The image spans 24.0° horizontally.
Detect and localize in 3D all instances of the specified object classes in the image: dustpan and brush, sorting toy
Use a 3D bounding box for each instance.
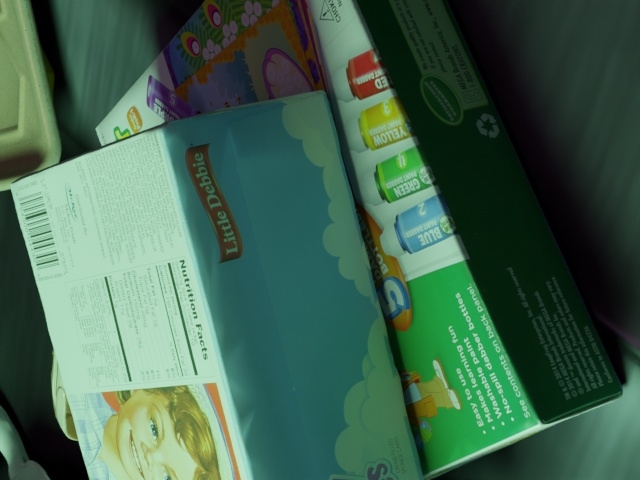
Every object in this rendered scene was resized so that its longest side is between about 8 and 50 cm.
[{"bbox_3d":[-0.207,0.193,1.076,0.211,0.060,0.147,44,148,27],"label":"dustpan and brush"},{"bbox_3d":[-0.227,-0.135,0.995,0.193,0.038,0.208,-5,93,54],"label":"sorting toy"}]

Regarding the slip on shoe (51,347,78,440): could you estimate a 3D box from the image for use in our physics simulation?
[{"bbox_3d":[-0.145,0.067,0.946,0.041,0.051,0.135,-121,31,-41],"label":"slip on shoe"}]

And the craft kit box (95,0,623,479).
[{"bbox_3d":[0.000,0.000,0.715,0.246,0.061,0.250,-40,70,55],"label":"craft kit box"}]

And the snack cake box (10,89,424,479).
[{"bbox_3d":[-0.039,0.079,0.676,0.152,0.089,0.264,-11,94,53],"label":"snack cake box"}]
